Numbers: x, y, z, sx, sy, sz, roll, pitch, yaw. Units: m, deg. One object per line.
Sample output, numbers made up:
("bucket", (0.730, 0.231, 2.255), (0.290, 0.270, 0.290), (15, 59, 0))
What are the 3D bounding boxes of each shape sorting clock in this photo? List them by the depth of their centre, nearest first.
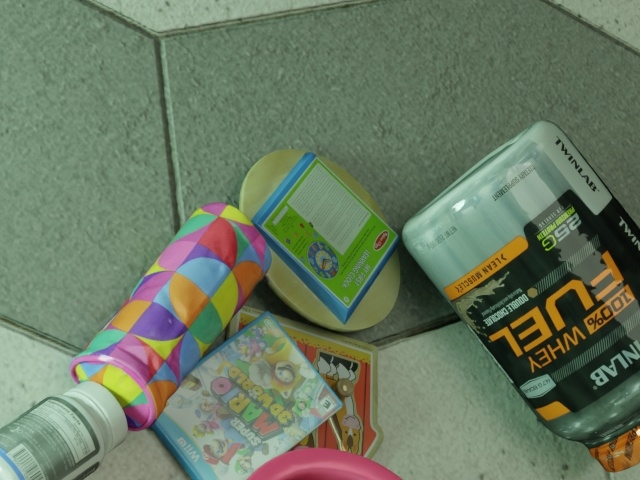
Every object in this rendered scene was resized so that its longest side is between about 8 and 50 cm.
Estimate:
("shape sorting clock", (0.000, 0.000, 1.839), (0.206, 0.040, 0.206), (23, 47, -27))

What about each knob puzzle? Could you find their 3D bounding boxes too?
("knob puzzle", (-0.016, 0.166, 1.749), (0.213, 0.030, 0.213), (16, 58, -28))

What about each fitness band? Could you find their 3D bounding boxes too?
("fitness band", (-0.004, 0.324, 1.603), (0.209, 0.054, 0.291), (18, 58, -4))

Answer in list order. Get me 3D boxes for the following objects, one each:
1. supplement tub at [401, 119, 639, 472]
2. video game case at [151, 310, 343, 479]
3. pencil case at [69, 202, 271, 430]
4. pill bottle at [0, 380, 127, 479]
("supplement tub", (0.259, 0.061, 1.881), (0.338, 0.207, 0.207), (51, 49, -1))
("video game case", (-0.073, 0.157, 1.697), (0.166, 0.015, 0.119), (-36, 85, -30))
("pencil case", (-0.135, 0.068, 1.671), (0.104, 0.104, 0.236), (44, 49, -8))
("pill bottle", (-0.236, 0.181, 1.555), (0.137, 0.078, 0.078), (-34, 88, -42))
